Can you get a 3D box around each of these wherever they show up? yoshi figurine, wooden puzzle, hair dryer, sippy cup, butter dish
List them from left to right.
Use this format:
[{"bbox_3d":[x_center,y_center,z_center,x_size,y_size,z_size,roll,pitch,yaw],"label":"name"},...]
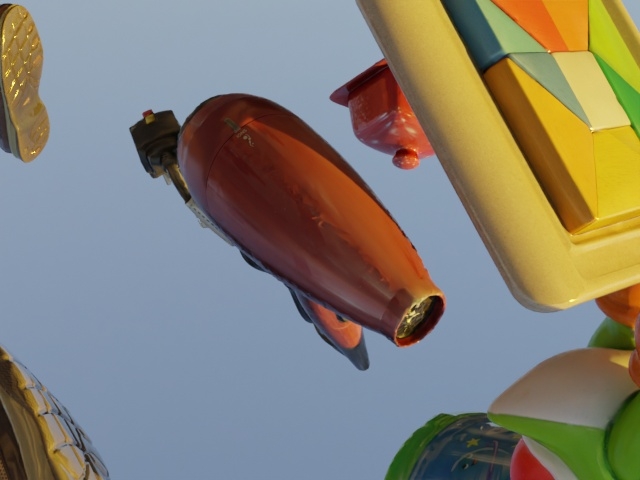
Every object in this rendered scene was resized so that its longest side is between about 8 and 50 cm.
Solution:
[{"bbox_3d":[0.000,0.000,0.909,0.223,0.080,0.293,44,175,-18],"label":"hair dryer"},{"bbox_3d":[0.109,-0.144,1.886,0.160,0.118,0.160,16,155,-28],"label":"butter dish"},{"bbox_3d":[0.208,0.278,1.435,0.240,0.305,0.224,7,172,-38],"label":"sippy cup"},{"bbox_3d":[0.147,-0.078,0.888,0.239,0.044,0.221,-14,-106,-49],"label":"wooden puzzle"},{"bbox_3d":[0.234,0.183,1.025,0.203,0.362,0.203,-17,-140,-44],"label":"yoshi figurine"}]

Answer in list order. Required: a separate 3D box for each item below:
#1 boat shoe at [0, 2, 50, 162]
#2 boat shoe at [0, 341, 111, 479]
[{"bbox_3d":[-0.310,-0.156,1.491,0.060,0.178,0.064,21,-134,18],"label":"boat shoe"},{"bbox_3d":[-0.210,0.201,1.048,0.130,0.132,0.355,-34,-136,-3],"label":"boat shoe"}]
